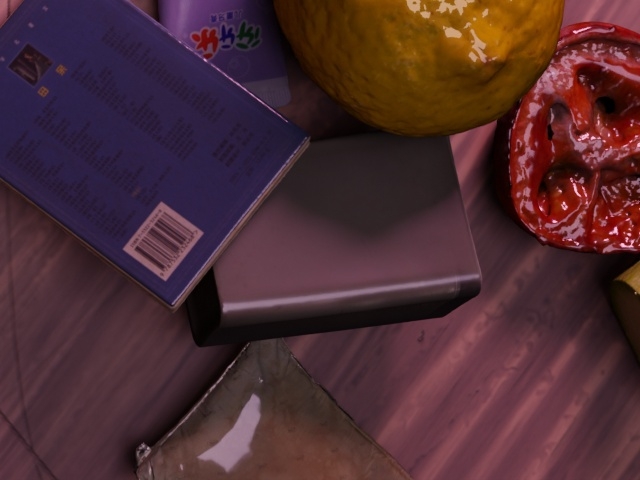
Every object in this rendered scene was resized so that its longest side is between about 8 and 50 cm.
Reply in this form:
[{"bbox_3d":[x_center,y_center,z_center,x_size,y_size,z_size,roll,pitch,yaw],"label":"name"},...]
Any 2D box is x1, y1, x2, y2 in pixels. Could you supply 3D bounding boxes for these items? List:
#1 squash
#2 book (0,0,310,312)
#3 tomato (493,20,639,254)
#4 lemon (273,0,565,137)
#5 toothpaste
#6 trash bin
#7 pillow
[{"bbox_3d":[0.337,0.045,1.848,0.184,0.085,0.192,-63,154,-30],"label":"squash"},{"bbox_3d":[-0.170,-0.093,1.572,0.269,0.025,0.191,36,78,7],"label":"book"},{"bbox_3d":[0.259,-0.099,1.792,0.228,0.101,0.228,-3,100,-16],"label":"tomato"},{"bbox_3d":[0.079,-0.226,1.610,0.253,0.310,0.253,-12,134,-13],"label":"lemon"},{"bbox_3d":[-0.101,-0.289,1.635,0.125,0.080,0.371,-13,108,-26],"label":"toothpaste"},{"bbox_3d":[0.000,0.000,1.653,0.240,0.122,0.164,-9,77,-20],"label":"trash bin"},{"bbox_3d":[-0.017,0.231,1.711,0.185,0.075,0.302,-48,113,-11],"label":"pillow"}]
